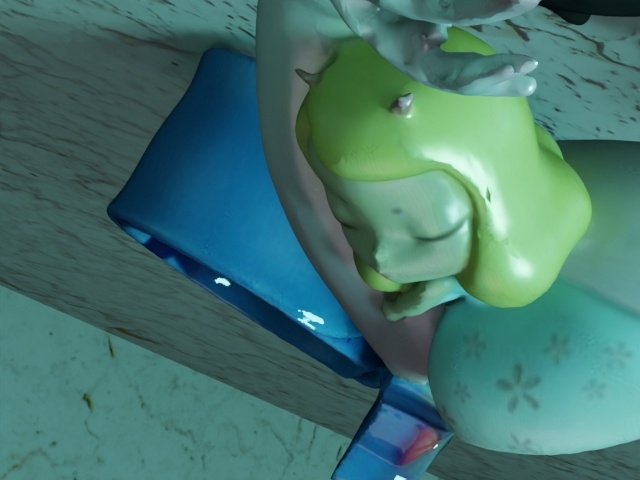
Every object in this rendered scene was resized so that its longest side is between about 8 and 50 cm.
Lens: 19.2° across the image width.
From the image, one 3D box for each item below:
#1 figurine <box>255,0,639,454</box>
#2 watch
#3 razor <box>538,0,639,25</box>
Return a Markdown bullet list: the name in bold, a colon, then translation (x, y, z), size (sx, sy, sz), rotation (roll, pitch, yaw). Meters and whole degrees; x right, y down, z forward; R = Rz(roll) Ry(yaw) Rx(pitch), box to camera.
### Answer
- **figurine**: translation (0.075, -0.078, 0.623), size (0.284, 0.206, 0.316), rotation (24, 153, 51)
- **watch**: translation (0.000, 0.000, 1.189), size (0.274, 0.241, 0.305), rotation (31, 171, 12)
- **razor**: translation (0.120, -0.125, 0.759), size (0.090, 0.054, 0.148), rotation (31, 164, -30)
